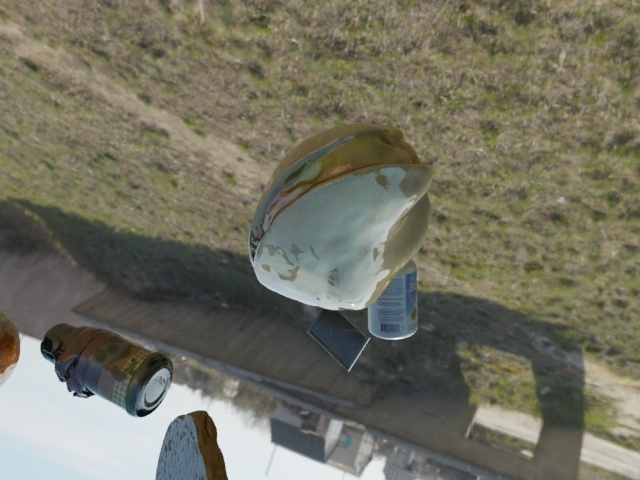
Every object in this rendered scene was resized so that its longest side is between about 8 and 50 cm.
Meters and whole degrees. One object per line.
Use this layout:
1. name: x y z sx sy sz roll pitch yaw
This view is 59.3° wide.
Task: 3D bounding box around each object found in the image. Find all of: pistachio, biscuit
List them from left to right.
1. biscuit: -0.289 0.586 1.266 0.074 0.359 0.381 7 -163 -36
2. pistachio: 0.041 -0.032 1.062 0.365 0.282 0.446 -13 150 -24

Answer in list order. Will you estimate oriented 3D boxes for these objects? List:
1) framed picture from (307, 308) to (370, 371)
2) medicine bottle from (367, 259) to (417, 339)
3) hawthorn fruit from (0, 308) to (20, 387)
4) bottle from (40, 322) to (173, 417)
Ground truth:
1. framed picture: 0.042 0.228 1.364 0.149 0.109 0.011 41 -156 27
2. medicine bottle: 0.221 0.147 1.744 0.156 0.289 0.157 -2 -167 1
3. hawthorn fruit: -0.741 0.228 1.110 0.235 0.263 0.231 -3 121 56
4. bottle: -0.444 0.252 1.131 0.271 0.143 0.156 18 172 17
